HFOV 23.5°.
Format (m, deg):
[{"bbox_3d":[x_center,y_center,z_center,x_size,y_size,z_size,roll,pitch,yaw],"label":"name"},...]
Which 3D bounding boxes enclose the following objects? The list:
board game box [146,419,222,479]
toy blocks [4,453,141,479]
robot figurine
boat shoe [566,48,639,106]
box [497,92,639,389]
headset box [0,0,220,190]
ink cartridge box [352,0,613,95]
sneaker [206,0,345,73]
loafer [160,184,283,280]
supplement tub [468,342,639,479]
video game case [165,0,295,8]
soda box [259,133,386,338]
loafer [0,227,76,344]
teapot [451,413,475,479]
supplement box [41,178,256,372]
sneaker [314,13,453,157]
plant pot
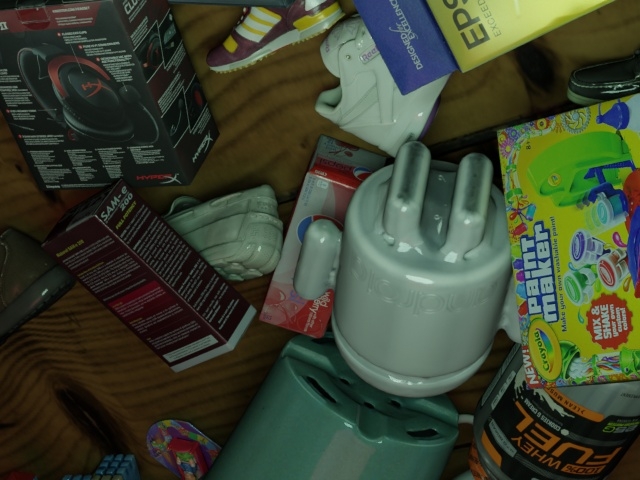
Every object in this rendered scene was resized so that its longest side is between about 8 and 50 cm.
[{"bbox_3d":[-0.189,0.335,2.270,0.168,0.033,0.133,38,138,-5],"label":"board game box"},{"bbox_3d":[-0.319,0.447,2.350,0.381,0.191,0.261,-3,117,18],"label":"toy blocks"},{"bbox_3d":[0.117,0.047,1.801,0.300,0.200,0.353,13,138,6],"label":"robot figurine"},{"bbox_3d":[0.379,-0.193,1.675,0.223,0.080,0.073,-4,122,11],"label":"boat shoe"},{"bbox_3d":[0.362,0.001,1.632,0.177,0.290,0.279,1,170,-44],"label":"box"},{"bbox_3d":[-0.273,-0.205,1.799,0.218,0.110,0.293,-1,130,25],"label":"headset box"},{"bbox_3d":[0.139,-0.334,1.540,0.307,0.072,0.303,-25,99,21],"label":"ink cartridge box"},{"bbox_3d":[-0.063,-0.255,1.753,0.185,0.069,0.084,-20,105,28],"label":"sneaker"},{"bbox_3d":[-0.170,0.002,1.970,0.319,0.111,0.112,-11,155,39],"label":"loafer"},{"bbox_3d":[0.314,0.199,1.938,0.193,0.193,0.316,21,132,-3],"label":"supplement tub"},{"bbox_3d":[-0.148,-0.374,1.652,0.196,0.026,0.274,9,135,37],"label":"video game case"},{"bbox_3d":[0.000,0.000,1.930,0.092,0.083,0.263,18,131,0],"label":"soda box"},{"bbox_3d":[-0.491,0.098,2.136,0.366,0.134,0.130,-35,90,25],"label":"loafer"},{"bbox_3d":[0.275,0.380,2.115,0.252,0.187,0.256,19,156,36],"label":"teapot"},{"bbox_3d":[-0.209,0.046,1.877,0.239,0.073,0.130,45,140,-18],"label":"supplement box"},{"bbox_3d":[0.086,-0.221,1.700,0.152,0.114,0.305,22,131,-5],"label":"sneaker"},{"bbox_3d":[0.001,0.322,2.028,0.341,0.341,0.334,23,111,-4],"label":"plant pot"}]
